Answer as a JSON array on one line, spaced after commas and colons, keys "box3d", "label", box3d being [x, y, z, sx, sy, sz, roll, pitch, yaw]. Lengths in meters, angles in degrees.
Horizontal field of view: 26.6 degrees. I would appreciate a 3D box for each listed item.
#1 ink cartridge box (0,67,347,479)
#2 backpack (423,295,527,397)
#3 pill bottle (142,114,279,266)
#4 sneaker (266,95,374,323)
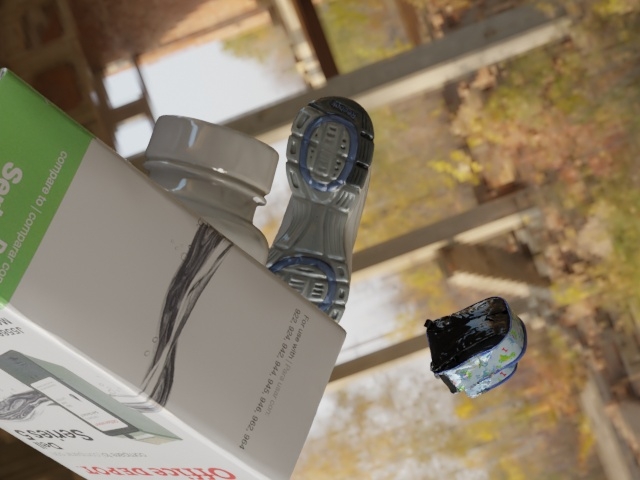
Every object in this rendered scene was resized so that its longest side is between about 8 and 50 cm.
[{"box3d": [-0.152, 0.039, 0.798, 0.273, 0.198, 0.114, 39, -121, -31], "label": "ink cartridge box"}, {"box3d": [0.199, 0.129, 1.668, 0.084, 0.114, 0.105, 47, -157, -32], "label": "backpack"}, {"box3d": [-0.112, 0.026, 1.057, 0.131, 0.131, 0.229, 49, -122, -76], "label": "pill bottle"}, {"box3d": [0.000, 0.000, 1.420, 0.129, 0.111, 0.297, 0, -71, -80], "label": "sneaker"}]
